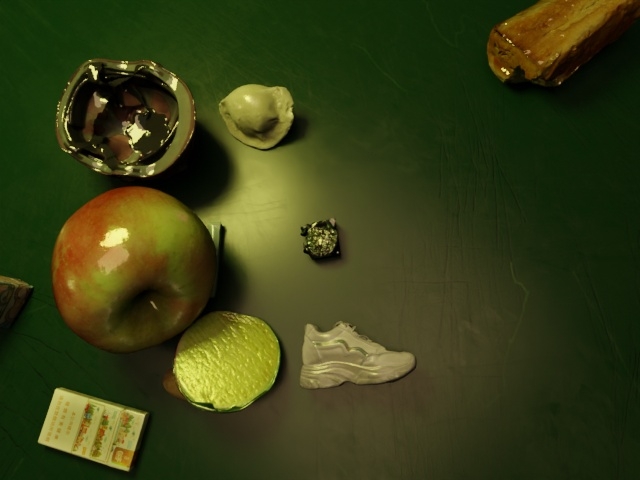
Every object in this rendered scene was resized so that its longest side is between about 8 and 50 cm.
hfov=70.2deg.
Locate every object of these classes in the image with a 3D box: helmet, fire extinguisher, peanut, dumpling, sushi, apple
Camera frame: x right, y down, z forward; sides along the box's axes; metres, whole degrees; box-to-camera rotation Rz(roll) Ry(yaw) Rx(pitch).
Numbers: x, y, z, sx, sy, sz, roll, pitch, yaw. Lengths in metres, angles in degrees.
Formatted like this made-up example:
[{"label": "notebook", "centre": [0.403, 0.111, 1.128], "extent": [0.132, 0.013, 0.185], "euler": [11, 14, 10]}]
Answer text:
[{"label": "helmet", "centre": [-0.418, -0.259, 1.061], "extent": [0.338, 0.197, 0.271], "euler": [11, 85, 6]}, {"label": "fire extinguisher", "centre": [-0.368, -0.170, 1.126], "extent": [0.083, 0.022, 0.028], "euler": [-30, 38, -1]}, {"label": "peanut", "centre": [-0.267, 0.310, 0.976], "extent": [0.152, 0.076, 0.076], "euler": [13, 79, 12]}, {"label": "dumpling", "centre": [-0.155, -0.296, 1.097], "extent": [0.111, 0.181, 0.155], "euler": [-26, 108, -35]}, {"label": "sushi", "centre": [0.000, 0.000, 1.032], "extent": [0.084, 0.056, 0.083], "euler": [-11, 83, 2]}, {"label": "apple", "centre": [-0.378, 0.048, 0.932], "extent": [0.319, 0.319, 0.277], "euler": [-43, 49, -5]}]

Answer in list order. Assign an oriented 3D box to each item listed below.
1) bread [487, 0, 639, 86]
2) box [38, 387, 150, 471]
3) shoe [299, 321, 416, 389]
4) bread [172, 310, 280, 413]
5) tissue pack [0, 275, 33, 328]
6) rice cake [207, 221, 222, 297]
[{"label": "bread", "centre": [0.552, -0.480, 1.038], "extent": [0.344, 0.149, 0.195], "euler": [-35, 65, -2]}, {"label": "box", "centre": [-0.495, 0.411, 0.997], "extent": [0.220, 0.032, 0.122], "euler": [12, 78, 8]}, {"label": "shoe", "centre": [0.072, 0.232, 0.948], "extent": [0.245, 0.095, 0.138], "euler": [-8, 79, 11]}, {"label": "bread", "centre": [-0.196, 0.252, 0.963], "extent": [0.228, 0.033, 0.228], "euler": [3, 52, -3]}, {"label": "tissue pack", "centre": [-0.746, 0.134, 1.025], "extent": [0.065, 0.155, 0.116], "euler": [25, 81, 13]}, {"label": "rice cake", "centre": [-0.255, 0.044, 1.058], "extent": [0.042, 0.030, 0.180], "euler": [2, 77, 1]}]
